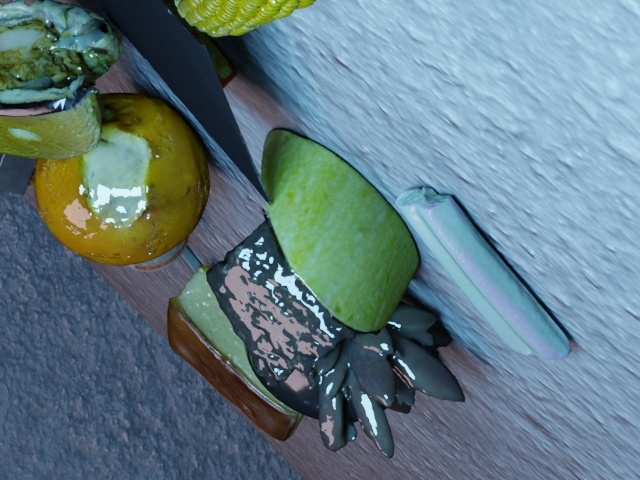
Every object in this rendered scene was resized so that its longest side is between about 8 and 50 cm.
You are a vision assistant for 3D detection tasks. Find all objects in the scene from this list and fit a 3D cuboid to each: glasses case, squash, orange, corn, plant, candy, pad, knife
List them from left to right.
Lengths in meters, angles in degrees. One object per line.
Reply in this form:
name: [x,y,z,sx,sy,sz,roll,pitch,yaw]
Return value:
glasses case: [-0.548,-0.170,2.341,0.072,0.191,0.042,15,-148,-25]
orange: [-0.265,-0.084,1.704,0.240,0.240,0.240,41,165,13]
pad: [-0.176,-0.217,1.331,0.367,0.007,0.248,49,169,35]
knife: [-0.266,0.013,2.392,0.044,0.023,0.162,33,163,49]
candy: [-0.150,-0.217,1.403,0.122,0.038,0.062,50,165,-20]
corn: [-0.060,-0.222,1.051,0.097,0.097,0.320,48,167,-13]
squash: [0.000,0.000,1.387,0.237,0.155,0.204,45,164,-8]
plant: [0.023,0.106,1.529,0.321,0.194,0.181,50,131,-3]

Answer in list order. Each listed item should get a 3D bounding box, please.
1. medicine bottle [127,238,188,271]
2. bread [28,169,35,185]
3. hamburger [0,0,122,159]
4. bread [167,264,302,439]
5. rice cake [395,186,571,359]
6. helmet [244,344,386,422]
medicine bottle: [-0.285,-0.045,2.042,0.144,0.144,0.252,41,167,11]
bread: [-0.588,-0.221,2.444,0.184,0.114,0.275,20,150,57]
hamburger: [-0.360,-0.193,1.562,0.287,0.168,0.192,4,165,18]
bread: [-0.142,0.219,2.399,0.323,0.143,0.333,41,165,7]
rice cake: [0.161,0.035,1.260,0.222,0.042,0.080,50,166,-18]
helmet: [0.008,0.164,1.730,0.278,0.160,0.230,36,175,-1]
